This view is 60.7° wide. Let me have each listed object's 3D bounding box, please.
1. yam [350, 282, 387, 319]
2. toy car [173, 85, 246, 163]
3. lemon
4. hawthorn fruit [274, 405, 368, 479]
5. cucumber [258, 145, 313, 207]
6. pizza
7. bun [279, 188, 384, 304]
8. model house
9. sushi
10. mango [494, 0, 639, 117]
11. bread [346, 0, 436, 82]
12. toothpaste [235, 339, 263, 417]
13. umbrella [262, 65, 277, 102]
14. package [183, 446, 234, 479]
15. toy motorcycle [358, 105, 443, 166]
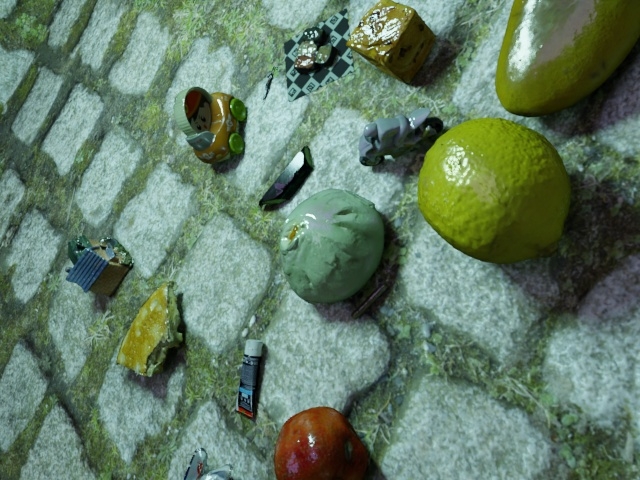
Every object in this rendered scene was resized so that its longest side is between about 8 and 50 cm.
[{"bbox_3d":[0.115,0.143,1.284,0.116,0.021,0.021,-46,55,14],"label":"yam"},{"bbox_3d":[-0.348,-0.356,1.640,0.145,0.235,0.235,-9,71,33],"label":"toy car"},{"bbox_3d":[0.334,-0.093,1.050,0.322,0.268,0.268,39,100,33],"label":"lemon"},{"bbox_3d":[-0.008,0.446,1.192,0.207,0.207,0.243,-50,26,13],"label":"hawthorn fruit"},{"bbox_3d":[-0.091,-0.161,1.510,0.070,0.046,0.220,45,103,27],"label":"cucumber"},{"bbox_3d":[-0.492,0.287,1.632,0.223,0.089,0.323,43,104,42],"label":"pizza"},{"bbox_3d":[0.000,0.000,1.306,0.293,0.187,0.293,-12,67,31],"label":"bun"},{"bbox_3d":[-0.769,0.067,1.842,0.166,0.172,0.183,-53,53,12],"label":"model house"},{"bbox_3d":[-0.023,-0.541,1.570,0.231,0.047,0.220,-17,67,31],"label":"sushi"},{"bbox_3d":[0.483,-0.414,1.082,0.253,0.182,0.365,37,100,31],"label":"mango"},{"bbox_3d":[0.177,-0.489,1.348,0.143,0.158,0.149,42,100,31],"label":"bread"},{"bbox_3d":[-0.187,0.357,1.425,0.071,0.045,0.194,3,84,44],"label":"toothpaste"},{"bbox_3d":[-0.160,-0.478,1.672,0.022,0.013,0.122,20,87,16],"label":"umbrella"},{"bbox_3d":[-0.295,0.678,1.394,0.194,0.071,0.270,15,98,40],"label":"package"},{"bbox_3d":[0.167,-0.245,1.280,0.225,0.152,0.073,-24,63,28],"label":"toy motorcycle"}]
